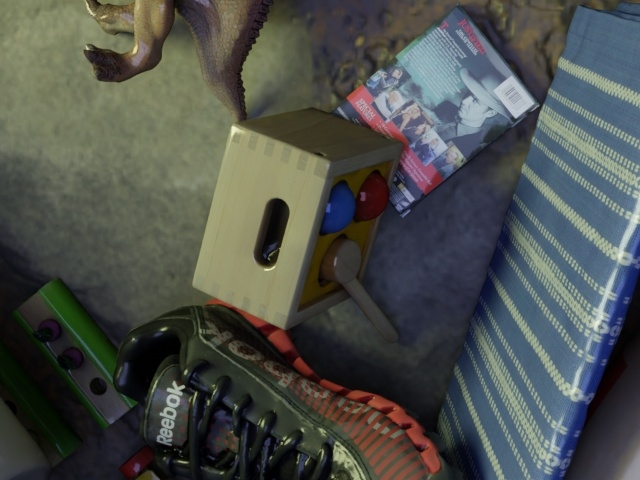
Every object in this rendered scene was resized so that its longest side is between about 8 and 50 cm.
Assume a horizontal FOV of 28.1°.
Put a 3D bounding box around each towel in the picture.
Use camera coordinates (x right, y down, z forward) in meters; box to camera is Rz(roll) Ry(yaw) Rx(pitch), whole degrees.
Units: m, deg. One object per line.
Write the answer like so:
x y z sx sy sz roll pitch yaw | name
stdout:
0.140 0.027 0.741 0.040 0.243 0.336 16 102 -6 | towel

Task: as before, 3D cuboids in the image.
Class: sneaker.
-0.032 0.119 0.778 0.276 0.135 0.098 34 115 43 | sneaker

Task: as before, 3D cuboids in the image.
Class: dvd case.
0.072 -0.086 0.849 0.119 0.013 0.087 -40 90 15 | dvd case

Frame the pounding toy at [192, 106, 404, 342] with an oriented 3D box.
0.000 0.000 0.821 0.100 0.130 0.141 23 110 21 | pounding toy

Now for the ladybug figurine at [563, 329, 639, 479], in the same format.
0.239 0.205 0.761 0.305 0.162 0.449 15 100 -20 | ladybug figurine

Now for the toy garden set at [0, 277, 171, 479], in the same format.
-0.224 0.181 0.929 0.244 0.049 0.204 -38 90 14 | toy garden set

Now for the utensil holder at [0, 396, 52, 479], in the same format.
-0.402 0.092 0.787 0.327 0.327 0.385 -45 83 14 | utensil holder

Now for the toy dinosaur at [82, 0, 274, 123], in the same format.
-0.085 -0.219 0.807 0.200 0.127 0.296 -28 98 7 | toy dinosaur
